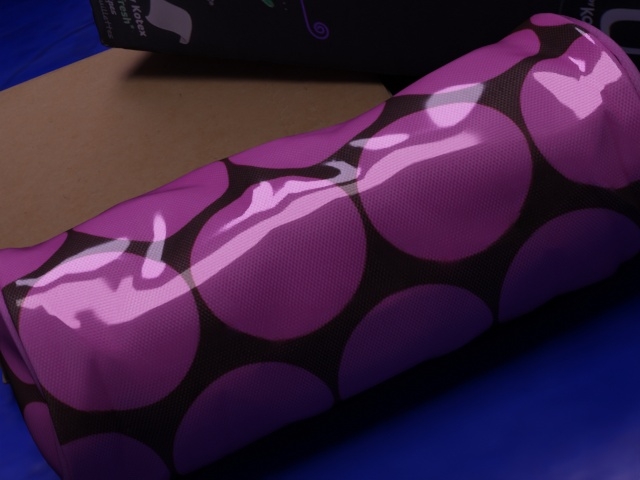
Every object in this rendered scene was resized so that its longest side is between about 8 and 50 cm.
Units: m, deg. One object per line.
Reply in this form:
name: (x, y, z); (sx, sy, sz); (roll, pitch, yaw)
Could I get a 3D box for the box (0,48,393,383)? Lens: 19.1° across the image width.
box: (-0.053, -0.032, 0.726); (0.164, 0.021, 0.201); (-21, 32, -2)

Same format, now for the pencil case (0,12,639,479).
pencil case: (0.000, 0.000, 0.590); (0.209, 0.095, 0.098); (-22, 16, -6)

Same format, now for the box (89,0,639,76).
box: (0.048, -0.160, 0.722); (0.270, 0.143, 0.165); (9, 38, 31)
